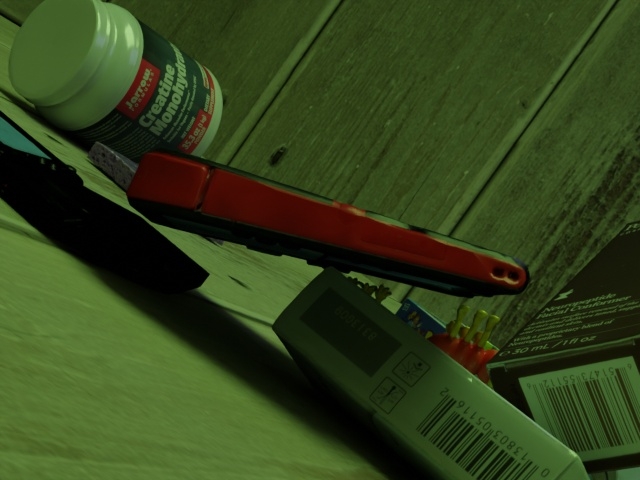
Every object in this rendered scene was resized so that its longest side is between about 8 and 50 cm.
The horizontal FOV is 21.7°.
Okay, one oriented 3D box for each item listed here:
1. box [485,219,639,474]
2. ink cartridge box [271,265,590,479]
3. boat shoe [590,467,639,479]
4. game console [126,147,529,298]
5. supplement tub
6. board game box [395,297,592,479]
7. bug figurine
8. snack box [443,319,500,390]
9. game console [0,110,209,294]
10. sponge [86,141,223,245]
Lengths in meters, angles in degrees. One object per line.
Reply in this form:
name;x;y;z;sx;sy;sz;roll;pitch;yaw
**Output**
box;0.347;0.089;1.704;0.381;0.191;0.143;-34;105;-52
ink cartridge box;0.134;0.217;1.582;0.308;0.091;0.385;37;-14;32
boat shoe;0.421;0.328;2.252;0.367;0.136;0.156;-112;-166;-45
game console;0.000;0.000;1.538;0.342;0.060;0.386;18;-2;-1
supplement tub;-0.287;-0.218;2.364;0.191;0.191;0.272;38;4;43
board game box;0.274;0.237;2.616;0.233;0.078;0.347;33;3;-37
bug figurine;0.095;0.127;1.765;0.216;0.072;0.279;21;-18;3
snack box;0.235;0.188;1.980;0.207;0.070;0.174;33;-3;18
game console;-0.269;-0.067;1.560;0.361;0.044;0.213;37;3;33
sponge;-0.216;-0.062;2.253;0.117;0.031;0.210;37;4;35
